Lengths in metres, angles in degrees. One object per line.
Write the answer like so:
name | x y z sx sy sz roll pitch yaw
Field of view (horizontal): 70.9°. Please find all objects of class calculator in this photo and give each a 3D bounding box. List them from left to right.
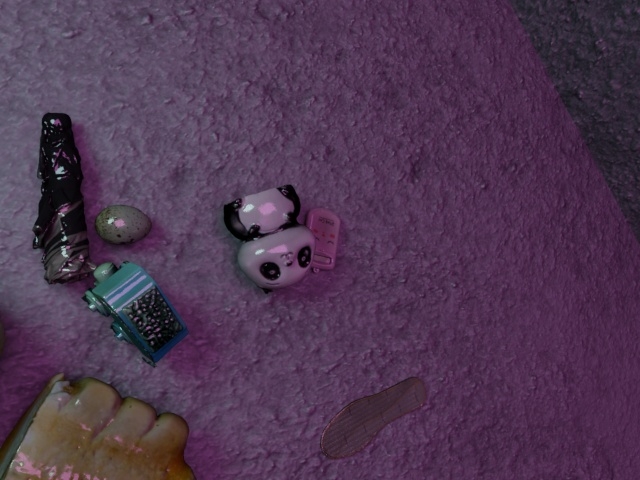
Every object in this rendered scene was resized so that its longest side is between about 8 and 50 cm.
calculator | 0.000 0.000 1.176 0.100 0.032 0.175 15 74 -24

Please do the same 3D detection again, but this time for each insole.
insole | 0.147 0.456 1.175 0.348 0.009 0.119 -17 87 -29

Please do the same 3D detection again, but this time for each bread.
bread | -0.394 0.428 0.793 0.341 0.210 0.300 31 45 -26

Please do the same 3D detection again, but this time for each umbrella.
umbrella | -0.521 -0.088 0.887 0.106 0.113 0.357 -2 75 -42

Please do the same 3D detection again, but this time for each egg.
egg | -0.411 -0.033 0.940 0.110 0.085 0.085 -9 84 -32

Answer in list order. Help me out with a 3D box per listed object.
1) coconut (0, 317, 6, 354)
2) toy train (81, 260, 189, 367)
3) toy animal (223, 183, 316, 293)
coconut | -0.650 0.171 0.658 0.323 0.323 0.323 6 78 -26
toy train | -0.356 0.135 0.873 0.112 0.163 0.203 -46 128 -30
toy animal | -0.111 -0.003 1.043 0.187 0.165 0.235 -19 89 -17
